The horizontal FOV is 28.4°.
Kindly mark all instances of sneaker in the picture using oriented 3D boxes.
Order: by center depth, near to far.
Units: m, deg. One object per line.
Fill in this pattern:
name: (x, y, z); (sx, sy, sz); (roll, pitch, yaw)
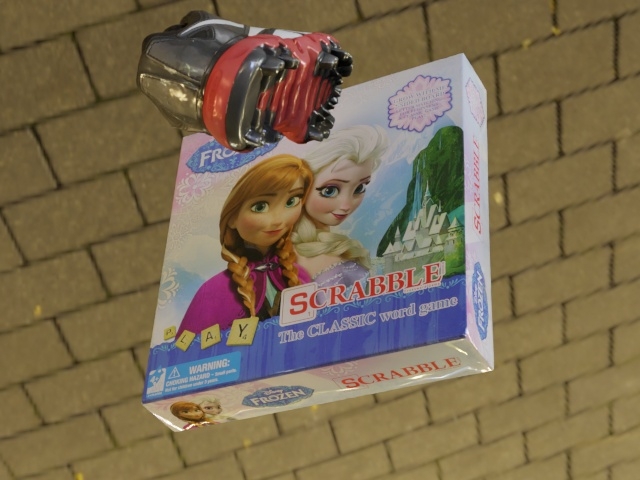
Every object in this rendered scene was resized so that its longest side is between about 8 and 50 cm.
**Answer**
sneaker: (-0.062, -0.135, 1.038); (0.135, 0.276, 0.098); (19, 103, 15)

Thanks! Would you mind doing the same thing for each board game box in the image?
board game box: (0.000, 0.000, 1.181); (0.318, 0.318, 0.066); (-15, 140, 23)
